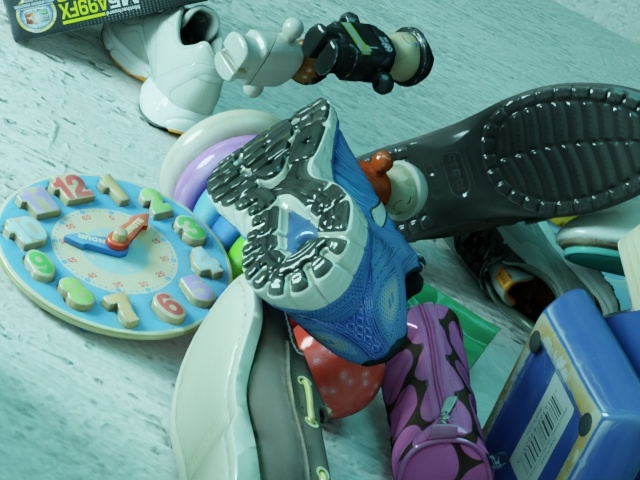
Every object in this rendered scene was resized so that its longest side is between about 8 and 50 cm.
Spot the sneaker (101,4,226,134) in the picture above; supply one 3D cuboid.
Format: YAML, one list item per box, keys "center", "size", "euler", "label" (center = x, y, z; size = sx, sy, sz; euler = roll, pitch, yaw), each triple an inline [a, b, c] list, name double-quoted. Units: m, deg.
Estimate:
- center: [-0.156, -0.218, 2.050]
  size: [0.099, 0.121, 0.262]
  euler: [16, 25, -33]
  label: "sneaker"

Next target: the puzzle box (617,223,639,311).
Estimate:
- center: [0.431, 0.185, 1.756]
  size: [0.272, 0.052, 0.409]
  euler: [16, 50, -30]
  label: "puzzle box"

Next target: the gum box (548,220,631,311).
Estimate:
- center: [0.304, 0.049, 2.150]
  size: [0.184, 0.041, 0.157]
  euler: [30, 21, 4]
  label: "gum box"

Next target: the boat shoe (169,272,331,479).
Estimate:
- center: [-0.045, 0.141, 1.389]
  size: [0.096, 0.116, 0.324]
  euler: [28, 24, -17]
  label: "boat shoe"

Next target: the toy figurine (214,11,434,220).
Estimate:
- center: [0.004, -0.118, 1.872]
  size: [0.148, 0.213, 0.209]
  euler: [-2, 2, -44]
  label: "toy figurine"

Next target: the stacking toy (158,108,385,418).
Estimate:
- center: [-0.033, 0.032, 1.657]
  size: [0.141, 0.141, 0.330]
  euler: [14, 33, -36]
  label: "stacking toy"

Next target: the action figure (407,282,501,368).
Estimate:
- center: [0.052, 0.050, 1.788]
  size: [0.232, 0.063, 0.137]
  euler: [37, 23, 8]
  label: "action figure"

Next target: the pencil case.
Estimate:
- center: [0.094, 0.134, 1.569]
  size: [0.095, 0.098, 0.209]
  euler: [-12, 32, 1]
  label: "pencil case"

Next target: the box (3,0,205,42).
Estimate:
- center: [-0.243, -0.316, 2.086]
  size: [0.216, 0.060, 0.270]
  euler: [-13, 28, -3]
  label: "box"

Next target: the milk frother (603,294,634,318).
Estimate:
- center: [0.346, 0.135, 1.874]
  size: [0.129, 0.135, 0.143]
  euler: [-21, 40, -22]
  label: "milk frother"

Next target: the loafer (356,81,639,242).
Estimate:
- center: [0.195, -0.080, 1.945]
  size: [0.366, 0.134, 0.130]
  euler: [-10, -1, 20]
  label: "loafer"

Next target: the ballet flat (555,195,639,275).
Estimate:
- center: [0.423, 0.004, 1.995]
  size: [0.400, 0.139, 0.139]
  euler: [17, 24, -25]
  label: "ballet flat"

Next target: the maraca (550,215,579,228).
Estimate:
- center: [0.305, -0.041, 2.263]
  size: [0.185, 0.099, 0.127]
  euler: [19, -2, -42]
  label: "maraca"

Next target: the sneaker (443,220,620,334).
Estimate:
- center: [0.202, 0.016, 2.018]
  size: [0.108, 0.100, 0.271]
  euler: [-3, 38, -46]
  label: "sneaker"

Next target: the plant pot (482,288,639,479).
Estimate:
- center: [0.259, 0.186, 1.522]
  size: [0.212, 0.236, 0.236]
  euler: [16, 24, -18]
  label: "plant pot"

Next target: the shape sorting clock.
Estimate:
- center: [-0.172, 0.009, 1.575]
  size: [0.206, 0.040, 0.206]
  euler: [13, 33, -9]
  label: "shape sorting clock"

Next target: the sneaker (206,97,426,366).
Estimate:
- center: [0.000, 0.000, 1.532]
  size: [0.147, 0.129, 0.330]
  euler: [53, 12, -27]
  label: "sneaker"
